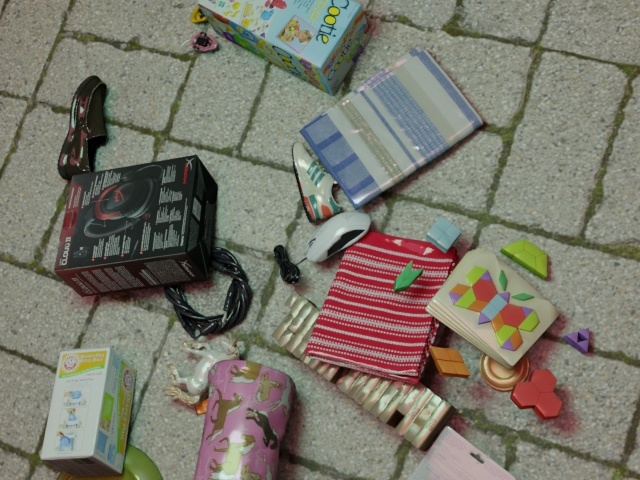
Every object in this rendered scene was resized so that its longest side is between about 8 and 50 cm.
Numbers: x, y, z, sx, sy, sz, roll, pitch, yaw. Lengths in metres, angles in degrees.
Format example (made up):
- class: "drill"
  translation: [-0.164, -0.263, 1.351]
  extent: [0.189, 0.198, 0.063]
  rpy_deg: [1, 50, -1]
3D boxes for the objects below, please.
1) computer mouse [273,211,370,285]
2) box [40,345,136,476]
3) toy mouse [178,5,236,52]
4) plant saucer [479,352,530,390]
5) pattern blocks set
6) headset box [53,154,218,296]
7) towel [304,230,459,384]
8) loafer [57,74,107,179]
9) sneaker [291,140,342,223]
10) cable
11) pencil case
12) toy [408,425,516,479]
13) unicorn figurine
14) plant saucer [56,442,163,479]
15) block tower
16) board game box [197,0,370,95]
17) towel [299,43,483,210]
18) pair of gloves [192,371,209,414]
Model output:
- class: "computer mouse"
  translation: [0.000, 0.000, 1.717]
  extent: [0.193, 0.042, 0.106]
  rpy_deg: [-33, 33, 11]
- class: "box"
  translation: [-0.410, 0.305, 1.729]
  extent: [0.103, 0.114, 0.203]
  rpy_deg: [-6, 60, 16]
- class: "toy mouse"
  translation: [-0.205, -0.416, 1.937]
  extent: [0.161, 0.031, 0.143]
  rpy_deg: [-45, 66, 1]
- class: "plant saucer"
  translation: [0.304, 0.207, 1.605]
  extent: [0.083, 0.013, 0.083]
  rpy_deg: [-5, 74, 16]
- class: "pattern blocks set"
  translation: [0.281, 0.111, 1.573]
  extent: [0.324, 0.026, 0.285]
  rpy_deg: [28, 63, 7]
- class: "headset box"
  translation: [-0.353, -0.024, 1.804]
  extent: [0.293, 0.110, 0.218]
  rpy_deg: [-8, 57, 15]
- class: "towel"
  translation: [0.107, 0.101, 1.624]
  extent: [0.198, 0.031, 0.275]
  rpy_deg: [12, 53, 16]
- class: "loafer"
  translation: [-0.459, -0.222, 1.945]
  extent: [0.078, 0.080, 0.220]
  rpy_deg: [11, 83, 10]
- class: "sneaker"
  translation: [-0.005, -0.112, 1.781]
  extent: [0.075, 0.057, 0.161]
  rpy_deg: [-13, 68, -4]
- class: "cable"
  translation: [-0.212, 0.081, 1.787]
  extent: [0.150, 0.047, 0.184]
  rpy_deg: [-31, 66, 9]
- class: "pencil case"
  translation: [-0.140, 0.390, 1.570]
  extent: [0.160, 0.167, 0.386]
  rpy_deg: [-14, 53, 32]
- class: "toy"
  translation: [0.193, 0.433, 1.554]
  extent: [0.137, 0.056, 0.237]
  rpy_deg: [36, 92, 19]
- class: "unicorn figurine"
  translation: [-0.208, 0.222, 1.737]
  extent: [0.111, 0.060, 0.162]
  rpy_deg: [25, 93, 25]
- class: "plant saucer"
  translation: [-0.390, 0.481, 1.735]
  extent: [0.241, 0.037, 0.241]
  rpy_deg: [-5, 74, 16]
- class: "block tower"
  translation: [0.067, 0.220, 1.636]
  extent: [0.335, 0.091, 0.097]
  rpy_deg: [36, 87, 24]
- class: "board game box"
  translation: [-0.065, -0.411, 1.813]
  extent: [0.275, 0.142, 0.144]
  rpy_deg: [31, 84, 16]
- class: "towel"
  translation: [0.127, -0.207, 1.756]
  extent: [0.285, 0.034, 0.209]
  rpy_deg: [-35, 67, -1]
- class: "pair of gloves"
  translation: [-0.198, 0.269, 1.749]
  extent: [0.074, 0.010, 0.083]
  rpy_deg: [-18, 69, 12]
